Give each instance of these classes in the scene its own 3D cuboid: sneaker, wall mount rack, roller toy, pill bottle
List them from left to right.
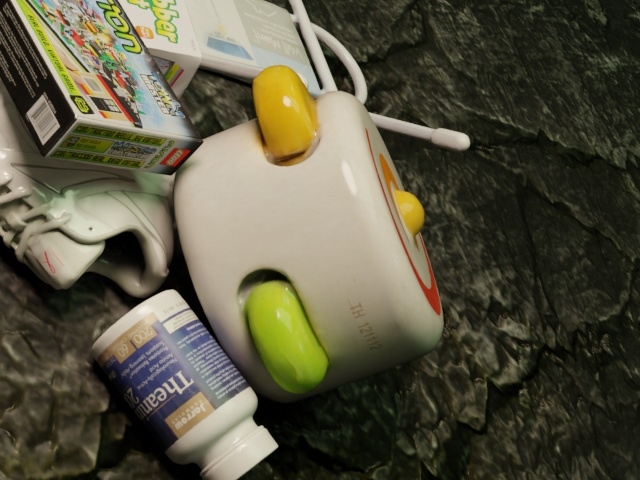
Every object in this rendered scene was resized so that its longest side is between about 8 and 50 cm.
[{"bbox_3d":[-0.177,-0.029,0.772,0.232,0.090,0.115,21,43,-37],"label":"sneaker"},{"bbox_3d":[-0.082,0.096,0.767,0.120,0.067,0.067,52,30,7],"label":"pill bottle"},{"bbox_3d":[-0.031,-0.183,1.094,0.350,0.130,0.304,12,46,-44],"label":"wall mount rack"},{"bbox_3d":[0.000,0.000,0.844,0.191,0.146,0.209,40,31,-72],"label":"roller toy"}]

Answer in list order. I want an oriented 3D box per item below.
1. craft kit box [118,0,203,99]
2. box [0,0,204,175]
[{"bbox_3d":[-0.231,-0.223,0.910,0.247,0.061,0.249,7,49,-36],"label":"craft kit box"},{"bbox_3d":[-0.166,-0.135,0.780,0.114,0.036,0.207,4,48,-56],"label":"box"}]
